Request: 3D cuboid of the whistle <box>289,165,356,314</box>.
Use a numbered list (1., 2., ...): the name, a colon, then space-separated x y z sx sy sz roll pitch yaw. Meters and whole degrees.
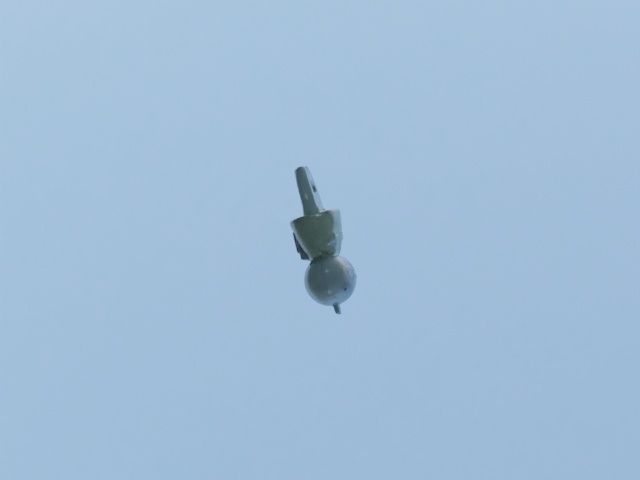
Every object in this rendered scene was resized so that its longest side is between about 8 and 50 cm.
1. whistle: 0.000 0.000 1.053 0.035 0.035 0.100 -17 -96 22
